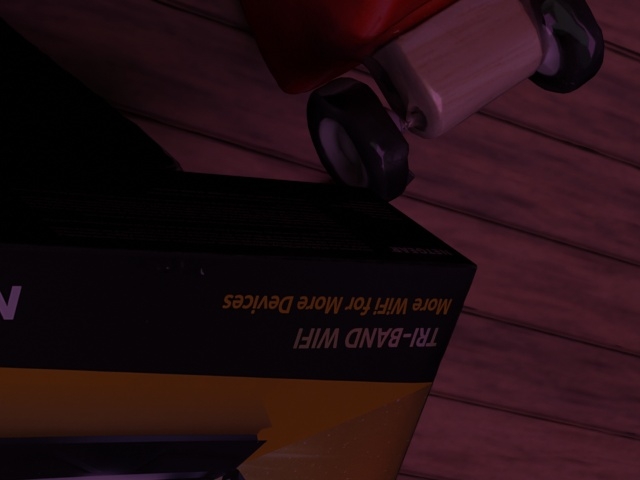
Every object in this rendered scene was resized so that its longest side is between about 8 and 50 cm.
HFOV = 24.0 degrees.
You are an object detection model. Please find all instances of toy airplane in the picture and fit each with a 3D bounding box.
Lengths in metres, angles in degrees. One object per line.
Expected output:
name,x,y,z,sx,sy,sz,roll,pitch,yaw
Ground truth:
toy airplane,0.022,-0.221,0.587,0.384,0.272,0.386,-45,161,21

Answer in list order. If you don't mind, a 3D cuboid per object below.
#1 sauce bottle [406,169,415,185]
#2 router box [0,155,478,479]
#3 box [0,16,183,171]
sauce bottle,0.000,0.000,0.854,0.128,0.042,0.042,-48,126,7
router box,-0.111,0.094,0.553,0.309,0.081,0.243,2,115,-40
box,-0.234,0.129,0.685,0.293,0.212,0.395,-17,126,-31
